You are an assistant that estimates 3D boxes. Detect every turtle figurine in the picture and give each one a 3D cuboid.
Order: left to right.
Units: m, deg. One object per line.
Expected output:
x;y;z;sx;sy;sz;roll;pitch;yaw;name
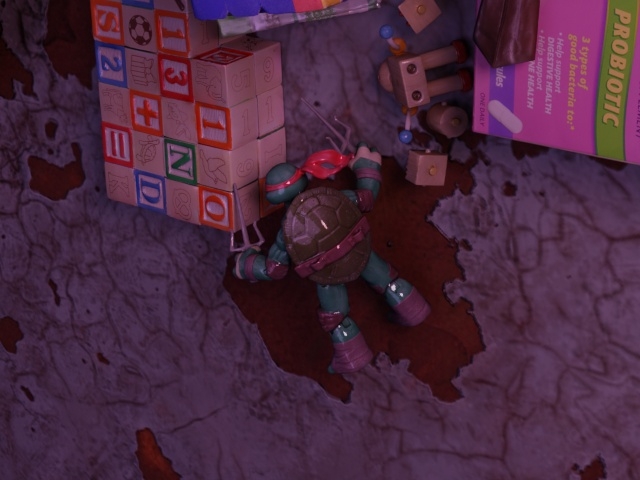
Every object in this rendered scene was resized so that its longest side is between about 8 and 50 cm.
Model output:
0.000;0.000;1.158;0.175;0.118;0.234;-31;107;3;turtle figurine

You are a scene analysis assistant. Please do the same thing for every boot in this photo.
0.156;-0.169;0.889;0.106;0.037;0.114;32;124;40;boot

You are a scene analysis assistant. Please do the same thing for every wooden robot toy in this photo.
0.086;-0.138;1.114;0.079;0.076;0.173;-145;41;-67;wooden robot toy

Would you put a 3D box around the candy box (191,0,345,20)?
0.018;-0.320;0.896;0.122;0.317;0.268;1;111;38;candy box

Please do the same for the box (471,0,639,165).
0.244;-0.173;0.923;0.243;0.117;0.214;15;119;32;box

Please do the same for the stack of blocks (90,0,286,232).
-0.130;-0.174;1.234;0.171;0.087;0.297;15;118;32;stack of blocks

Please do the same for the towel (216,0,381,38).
-0.028;-0.248;1.119;0.152;0.023;0.113;-10;103;9;towel
